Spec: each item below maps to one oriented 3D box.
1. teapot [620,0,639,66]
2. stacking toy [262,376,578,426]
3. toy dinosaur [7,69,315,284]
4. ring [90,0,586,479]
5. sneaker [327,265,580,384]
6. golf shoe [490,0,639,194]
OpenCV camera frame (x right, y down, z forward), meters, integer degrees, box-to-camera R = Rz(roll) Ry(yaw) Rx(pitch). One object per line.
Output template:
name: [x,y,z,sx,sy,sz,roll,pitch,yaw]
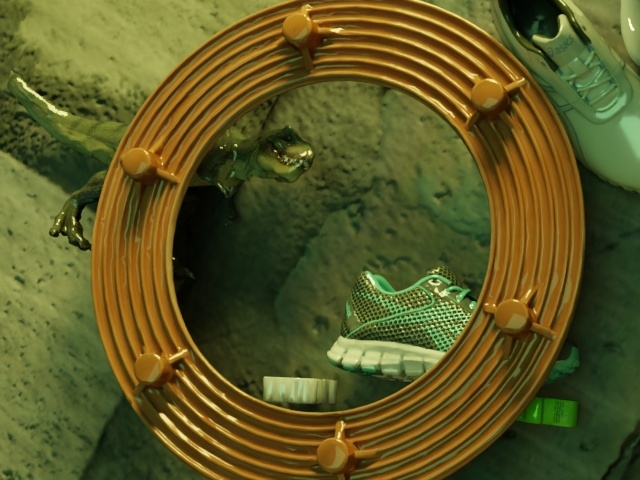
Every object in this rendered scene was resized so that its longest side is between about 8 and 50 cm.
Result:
teapot: [0.233,-0.271,0.933,0.256,0.187,0.252,-37,97,-3]
stacking toy: [0.058,0.176,1.014,0.221,0.052,0.167,2,85,21]
toy dinosaur: [-0.124,-0.041,1.114,0.268,0.064,0.118,12,78,25]
ring: [0.000,0.000,1.003,0.336,0.032,0.336,-5,76,20]
sneaker: [0.084,0.054,1.012,0.166,0.065,0.076,4,81,22]
golf shoe: [0.160,-0.101,0.987,0.069,0.086,0.176,-42,71,10]
